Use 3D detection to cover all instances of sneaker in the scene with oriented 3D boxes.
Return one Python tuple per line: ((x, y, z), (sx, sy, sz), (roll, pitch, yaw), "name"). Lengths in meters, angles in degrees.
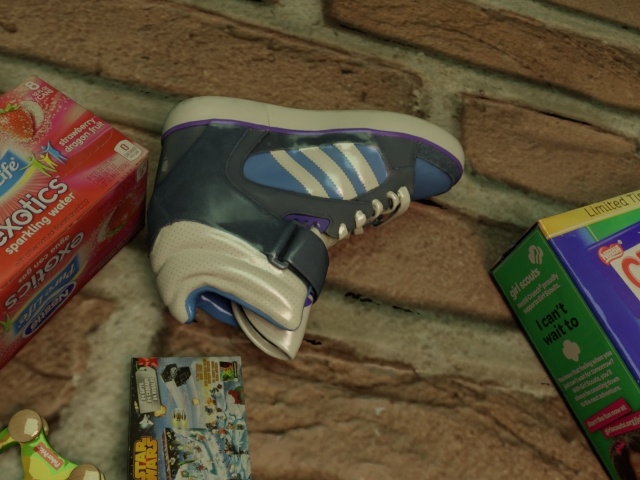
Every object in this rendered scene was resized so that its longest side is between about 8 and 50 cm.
((0.000, 0.000, 0.615), (0.322, 0.130, 0.236), (5, 68, -20), "sneaker")

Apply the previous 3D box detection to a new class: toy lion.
((-0.218, 0.192, 0.477), (0.100, 0.034, 0.096), (39, 64, 8), "toy lion")

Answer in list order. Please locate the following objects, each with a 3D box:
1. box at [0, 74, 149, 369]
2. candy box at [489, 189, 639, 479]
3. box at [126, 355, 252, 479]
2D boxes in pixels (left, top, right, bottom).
((-0.267, 0.004, 0.517), (0.128, 0.123, 0.257), (34, 56, 4), "box")
((0.372, 0.103, 0.658), (0.268, 0.122, 0.317), (-16, 65, -25), "candy box")
((-0.106, 0.158, 0.517), (0.093, 0.027, 0.137), (3, 47, -16), "box")
